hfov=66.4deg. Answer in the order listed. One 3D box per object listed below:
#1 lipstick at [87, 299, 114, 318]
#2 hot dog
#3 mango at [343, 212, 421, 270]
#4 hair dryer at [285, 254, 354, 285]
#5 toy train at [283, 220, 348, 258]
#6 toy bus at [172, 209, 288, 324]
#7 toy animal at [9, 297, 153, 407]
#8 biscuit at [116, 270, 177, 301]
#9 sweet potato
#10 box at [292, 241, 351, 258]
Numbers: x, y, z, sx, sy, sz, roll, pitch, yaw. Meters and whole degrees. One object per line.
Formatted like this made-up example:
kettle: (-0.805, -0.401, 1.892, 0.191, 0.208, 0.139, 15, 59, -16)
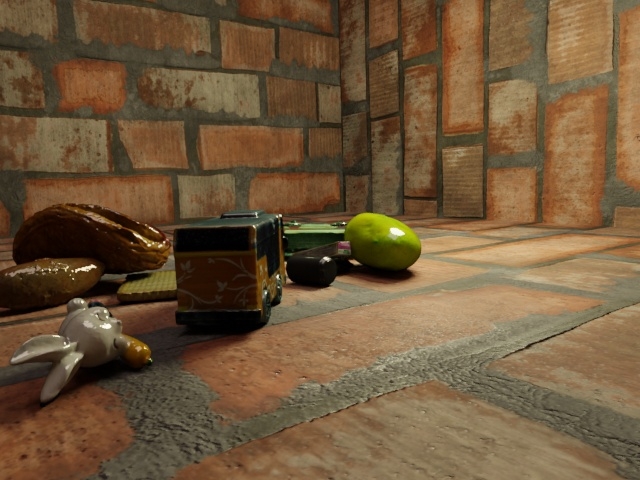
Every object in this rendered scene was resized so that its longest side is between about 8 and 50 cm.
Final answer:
lipstick: (-0.401, 0.140, 0.877, 0.053, 0.053, 0.234, -5, 3, -27)
hot dog: (-0.576, 0.008, 1.250, 0.388, 0.174, 0.267, -7, -13, 13)
mango: (0.176, 0.010, 1.339, 0.185, 0.149, 0.273, 11, 7, -32)
hair dryer: (0.031, 0.075, 1.266, 0.114, 0.070, 0.248, 2, -1, 37)
toy train: (0.000, -0.008, 1.618, 0.308, 0.126, 0.189, -1, 7, 13)
toy bus: (-0.163, 0.043, 0.964, 0.162, 0.194, 0.323, -2, 7, 5)
toy animal: (-0.313, 0.151, 0.656, 0.127, 0.131, 0.182, -40, 14, -21)
biscuit: (-0.390, 0.107, 1.185, 0.172, 0.029, 0.254, -4, 8, -14)
sweet potato: (-0.639, 0.102, 1.017, 0.385, 0.109, 0.109, -15, 14, -41)
box: (-0.001, 0.040, 1.369, 0.050, 0.041, 0.207, 6, -15, -40)
